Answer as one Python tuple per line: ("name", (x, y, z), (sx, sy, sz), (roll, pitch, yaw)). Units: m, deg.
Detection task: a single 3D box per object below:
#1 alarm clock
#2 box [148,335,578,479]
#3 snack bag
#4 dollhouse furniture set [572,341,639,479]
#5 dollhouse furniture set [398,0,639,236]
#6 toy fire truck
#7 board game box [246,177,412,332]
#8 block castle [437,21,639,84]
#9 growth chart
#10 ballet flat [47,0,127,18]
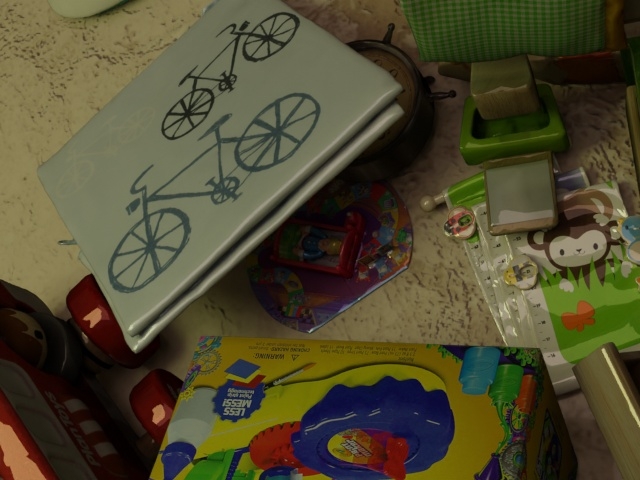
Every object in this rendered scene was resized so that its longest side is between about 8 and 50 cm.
("alarm clock", (0.026, -0.107, 1.220), (0.192, 0.064, 0.129), (-38, 60, 2))
("box", (0.025, 0.238, 0.998), (0.289, 0.177, 0.279), (0, 52, 23))
("snack bag", (-0.114, -0.090, 1.221), (0.323, 0.037, 0.342), (-44, 39, 0))
("dollhouse furniture set", (0.328, 0.076, 0.921), (0.242, 0.161, 0.212), (-48, 54, 43))
("dollhouse furniture set", (0.179, -0.109, 1.004), (0.197, 0.301, 0.151), (-8, 68, 15))
("toy fire truck", (-0.240, 0.138, 1.145), (0.169, 0.254, 0.302), (-42, 63, 5))
("board game box", (0.000, 0.000, 1.216), (0.168, 0.033, 0.133), (-34, 64, 8))
("block castle", (0.277, -0.291, 1.047), (0.453, 0.303, 0.213), (-3, 70, 20))
("growth chart", (0.209, 0.020, 1.131), (0.172, 0.021, 0.237), (-30, 65, 10))
("ballet flat", (-0.149, -0.382, 1.349), (0.400, 0.139, 0.139), (-30, 64, 11))
